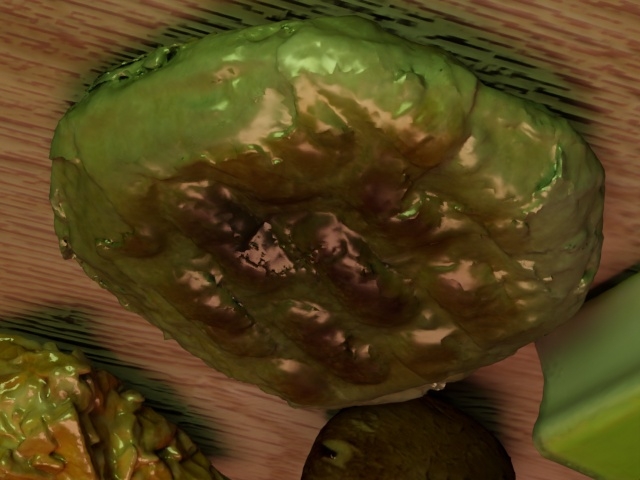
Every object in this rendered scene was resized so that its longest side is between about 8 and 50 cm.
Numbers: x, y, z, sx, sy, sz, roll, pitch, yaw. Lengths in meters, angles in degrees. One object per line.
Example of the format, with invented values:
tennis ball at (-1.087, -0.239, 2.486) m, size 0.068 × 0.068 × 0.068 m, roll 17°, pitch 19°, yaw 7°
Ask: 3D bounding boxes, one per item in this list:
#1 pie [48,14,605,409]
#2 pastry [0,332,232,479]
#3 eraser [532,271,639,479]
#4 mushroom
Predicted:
pie at (0.000, 0.000, 0.647) m, size 0.306 × 0.071 × 0.306 m, roll 4°, pitch 143°, yaw 3°
pastry at (-0.160, 0.156, 0.856) m, size 0.154 × 0.102 × 0.250 m, roll -10°, pitch 142°, yaw 23°
eraser at (0.279, 0.063, 0.678) m, size 0.210 × 0.092 × 0.274 m, roll 24°, pitch 139°, yaw -25°
mushroom at (0.064, 0.204, 0.817) m, size 0.138 × 0.194 × 0.231 m, roll -8°, pitch 153°, yaw 20°
